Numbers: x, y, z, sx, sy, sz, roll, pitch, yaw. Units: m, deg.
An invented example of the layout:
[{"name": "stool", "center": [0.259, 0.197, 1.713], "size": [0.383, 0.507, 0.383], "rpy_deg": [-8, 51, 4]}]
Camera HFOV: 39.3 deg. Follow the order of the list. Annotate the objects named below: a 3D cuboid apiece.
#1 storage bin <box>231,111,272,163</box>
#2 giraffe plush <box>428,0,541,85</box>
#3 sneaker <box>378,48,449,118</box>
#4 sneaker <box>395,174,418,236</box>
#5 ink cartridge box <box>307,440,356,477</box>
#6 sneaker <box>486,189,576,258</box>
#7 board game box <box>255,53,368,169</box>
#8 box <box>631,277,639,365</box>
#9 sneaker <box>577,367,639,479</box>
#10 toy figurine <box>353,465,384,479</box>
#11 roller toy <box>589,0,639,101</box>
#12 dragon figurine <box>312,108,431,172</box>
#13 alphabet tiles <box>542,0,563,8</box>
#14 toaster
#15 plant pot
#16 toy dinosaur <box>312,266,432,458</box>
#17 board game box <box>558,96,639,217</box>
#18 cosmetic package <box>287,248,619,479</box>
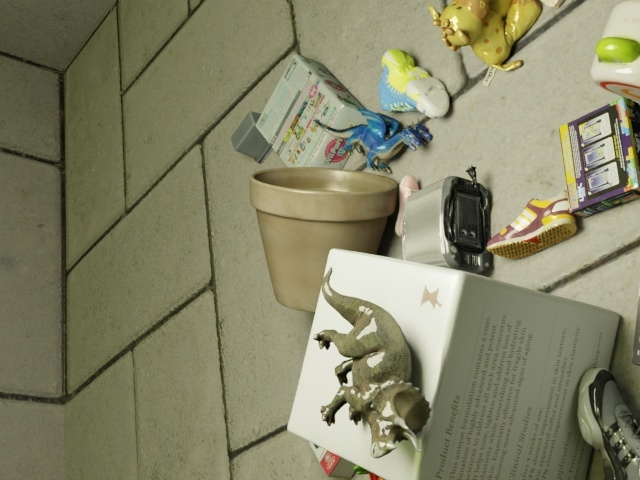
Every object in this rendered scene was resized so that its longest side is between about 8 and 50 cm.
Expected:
[{"name": "storage bin", "center": [-0.179, -0.292, 2.444], "size": [0.135, 0.091, 0.098], "rpy_deg": [-49, 44, 30]}, {"name": "giraffe plush", "center": [0.307, -0.433, 1.784], "size": [0.181, 0.171, 0.210], "rpy_deg": [12, 89, 53]}, {"name": "sneaker", "center": [0.200, -0.315, 1.978], "size": [0.240, 0.091, 0.126], "rpy_deg": [-117, 34, -41]}, {"name": "sneaker", "center": [0.202, -0.072, 1.906], "size": [0.070, 0.051, 0.134], "rpy_deg": [3, 84, 51]}, {"name": "ink cartridge box", "center": [0.033, 0.407, 1.946], "size": [0.127, 0.072, 0.175], "rpy_deg": [-61, 39, 20]}, {"name": "sneaker", "center": [0.385, -0.028, 1.643], "size": [0.186, 0.070, 0.083], "rpy_deg": [-23, 52, 40]}, {"name": "board game box", "center": [-0.024, -0.299, 2.238], "size": [0.224, 0.098, 0.303], "rpy_deg": [-60, 38, 21]}, {"name": "box", "center": [0.575, 0.084, 1.355], "size": [0.183, 0.056, 0.230], "rpy_deg": [-2, 77, 51]}, {"name": "sneaker", "center": [0.492, 0.313, 1.357], "size": [0.153, 0.101, 0.268], "rpy_deg": [-28, 63, 44]}, {"name": "toy figurine", "center": [0.140, 0.511, 1.757], "size": [0.173, 0.130, 0.159], "rpy_deg": [124, 135, -59]}, {"name": "roller toy", "center": [0.539, -0.298, 1.420], "size": [0.191, 0.209, 0.146], "rpy_deg": [19, 96, 15]}, {"name": "dragon figurine", "center": [0.120, -0.246, 2.008], "size": [0.289, 0.085, 0.144], "rpy_deg": [38, 114, 35]}, {"name": "alphabet tiles", "center": [0.497, -0.592, 1.714], "size": [0.284, 0.021, 0.278], "rpy_deg": [-56, 41, 25]}, {"name": "toaster", "center": [0.245, -0.028, 1.769], "size": [0.146, 0.129, 0.226], "rpy_deg": [-19, 65, 51]}, {"name": "plant pot", "center": [0.000, 0.000, 1.966], "size": [0.323, 0.323, 0.280], "rpy_deg": [20, 111, 53]}, {"name": "toy dinosaur", "center": [0.077, 0.179, 1.295], "size": [0.160, 0.121, 0.313], "rpy_deg": [-27, 53, 31]}, {"name": "board game box", "center": [0.491, -0.141, 1.549], "size": [0.141, 0.048, 0.170], "rpy_deg": [-25, 60, 49]}, {"name": "cosmetic package", "center": [0.222, 0.220, 1.491], "size": [0.327, 0.394, 0.329], "rpy_deg": [11, 87, 54]}]
